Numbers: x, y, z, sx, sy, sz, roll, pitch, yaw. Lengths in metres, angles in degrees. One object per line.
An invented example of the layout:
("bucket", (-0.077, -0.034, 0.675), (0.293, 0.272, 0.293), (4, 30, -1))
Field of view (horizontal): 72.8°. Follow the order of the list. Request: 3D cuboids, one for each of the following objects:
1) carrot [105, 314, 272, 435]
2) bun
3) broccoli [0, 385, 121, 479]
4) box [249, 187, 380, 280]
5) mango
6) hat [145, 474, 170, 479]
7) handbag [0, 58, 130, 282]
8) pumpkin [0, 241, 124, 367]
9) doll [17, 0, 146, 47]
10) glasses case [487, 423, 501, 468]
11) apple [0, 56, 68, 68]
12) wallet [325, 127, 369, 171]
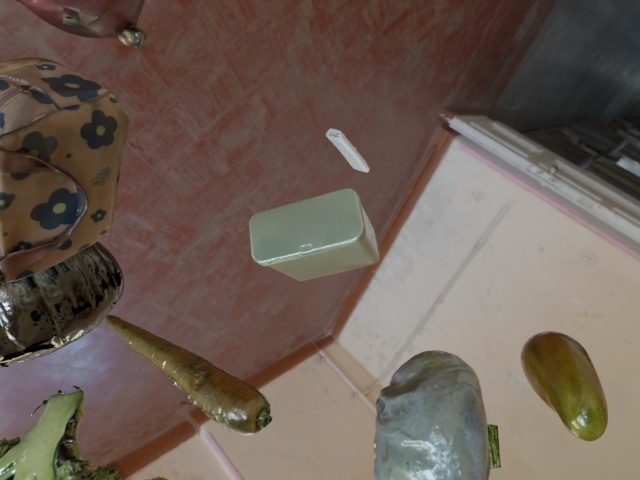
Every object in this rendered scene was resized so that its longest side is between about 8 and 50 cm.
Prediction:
("carrot", (-0.155, 0.135, 0.470), (0.049, 0.255, 0.049), (-40, 141, -42))
("bun", (0.214, 0.400, 0.874), (0.362, 0.212, 0.361), (-1, 90, -79))
("broccoli", (-0.498, 0.444, 0.832), (0.180, 0.243, 0.272), (77, 17, -49))
("box", (0.000, 0.000, 1.429), (0.352, 0.177, 0.344), (-15, 161, 14))
("mango", (0.378, 0.216, 0.674), (0.099, 0.136, 0.227), (-17, -176, 16))
("hat", (-0.135, 0.305, 0.238), (0.233, 0.244, 0.233), (-21, 152, -50))
("handbag", (-0.389, -0.091, 0.564), (0.251, 0.190, 0.193), (-64, 179, 31))
("pumpkin", (-0.527, 0.073, 0.792), (0.296, 0.296, 0.295), (-36, 152, -23))
("doll", (-0.169, -0.296, 0.343), (0.256, 0.196, 0.152), (-42, 162, 15))
("glasses case", (0.320, 0.497, 1.099), (0.062, 0.095, 0.272), (10, 162, -29))
("apple", (-0.569, -0.207, 0.875), (0.235, 0.305, 0.305), (-20, 147, -14))
("wallet", (0.064, -0.205, 0.992), (0.025, 0.061, 0.122), (-49, 128, -1))
